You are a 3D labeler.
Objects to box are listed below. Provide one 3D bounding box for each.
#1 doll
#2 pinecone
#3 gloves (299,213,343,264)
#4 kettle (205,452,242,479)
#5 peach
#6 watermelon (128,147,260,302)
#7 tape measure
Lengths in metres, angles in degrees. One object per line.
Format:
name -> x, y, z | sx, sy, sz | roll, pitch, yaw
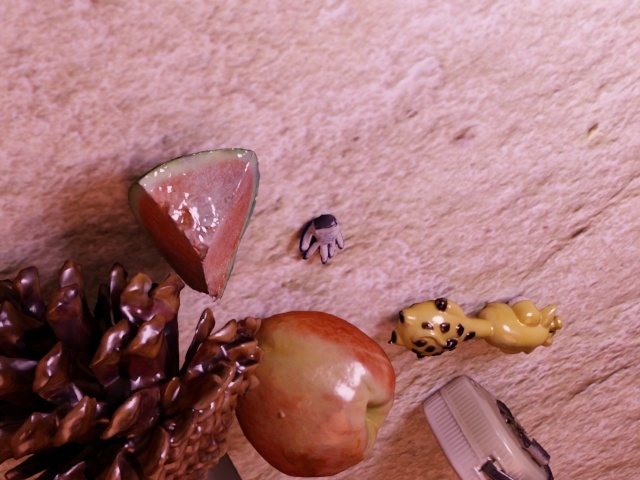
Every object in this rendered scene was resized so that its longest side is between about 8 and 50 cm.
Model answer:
doll -> 0.242, 0.133, 1.830 | 0.291, 0.086, 0.117 | 1, 135, -25
pinecone -> -0.274, 0.173, 1.458 | 0.384, 0.384, 0.384 | -14, 136, -14
gloves -> 0.000, 0.000, 1.625 | 0.064, 0.026, 0.086 | -18, 142, -7
kettle -> -0.236, 0.331, 1.763 | 0.211, 0.160, 0.243 | -2, 133, 16
peach -> -0.029, 0.205, 1.677 | 0.232, 0.257, 0.232 | -55, 157, -38
watermelon -> -0.138, -0.042, 1.474 | 0.146, 0.128, 0.231 | -45, 161, -19
tape measure -> 0.306, 0.361, 1.977 | 0.133, 0.231, 0.271 | -37, 136, 7
